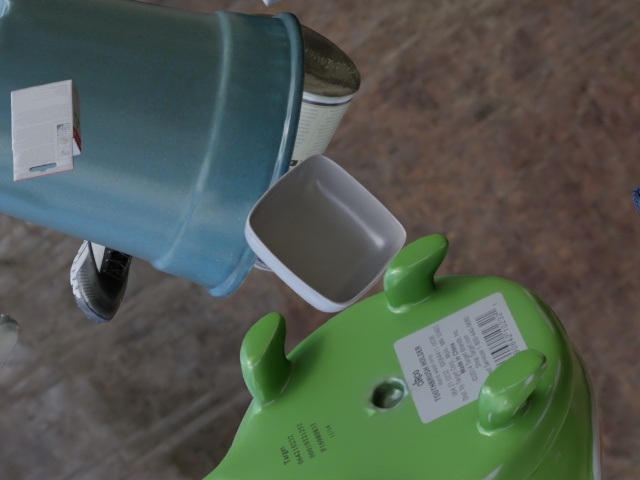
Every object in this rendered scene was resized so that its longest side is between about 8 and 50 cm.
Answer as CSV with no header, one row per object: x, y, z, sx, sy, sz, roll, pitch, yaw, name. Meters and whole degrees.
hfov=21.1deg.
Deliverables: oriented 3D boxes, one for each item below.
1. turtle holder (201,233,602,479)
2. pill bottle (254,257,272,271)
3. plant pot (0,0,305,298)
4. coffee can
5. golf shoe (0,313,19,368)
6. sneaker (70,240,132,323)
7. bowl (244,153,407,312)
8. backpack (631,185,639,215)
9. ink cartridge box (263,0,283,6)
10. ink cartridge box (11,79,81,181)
0.060,0.182,1.230,0.243,0.320,0.227,25,155,47,turtle holder
-0.048,-0.015,2.070,0.094,0.094,0.169,55,163,5,pill bottle
-0.232,-0.134,1.944,0.334,0.341,0.341,13,-147,-16,plant pot
-0.089,-0.156,2.465,0.202,0.275,0.201,21,-149,-13,coffee can
-0.378,0.166,1.892,0.086,0.176,0.069,32,171,31,golf shoe
-0.292,0.010,2.433,0.078,0.106,0.234,31,-142,-26,sneaker
0.000,0.000,1.726,0.142,0.053,0.142,42,-128,4,bowl
0.390,-0.040,1.757,0.098,0.101,0.120,58,164,1,backpack
-0.015,-0.427,2.317,0.093,0.154,0.212,64,163,19,ink cartridge box
-0.265,-0.100,1.661,0.029,0.063,0.115,74,-173,-54,ink cartridge box
